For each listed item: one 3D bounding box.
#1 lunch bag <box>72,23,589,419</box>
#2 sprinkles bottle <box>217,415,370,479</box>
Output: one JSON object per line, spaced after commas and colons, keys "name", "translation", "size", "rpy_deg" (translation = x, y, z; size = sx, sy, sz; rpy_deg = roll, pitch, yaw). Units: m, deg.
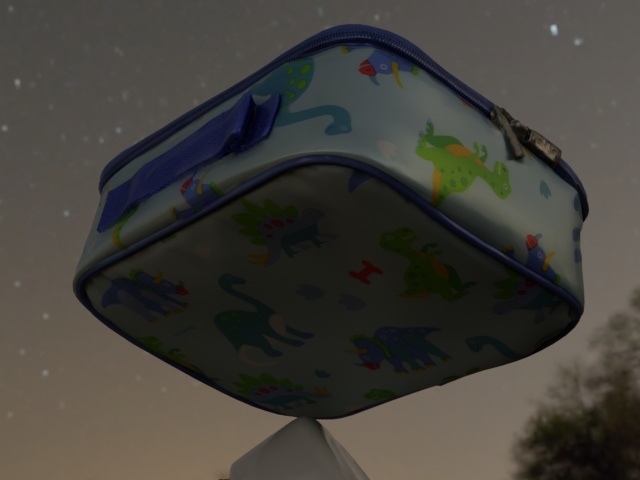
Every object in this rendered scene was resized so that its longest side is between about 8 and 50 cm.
{"name": "lunch bag", "translation": [0.000, 0.000, 0.584], "size": [0.176, 0.090, 0.219], "rpy_deg": [31, -37, -29]}
{"name": "sprinkles bottle", "translation": [-0.112, 0.233, 0.605], "size": [0.355, 0.121, 0.121], "rpy_deg": [-36, -17, -1]}
